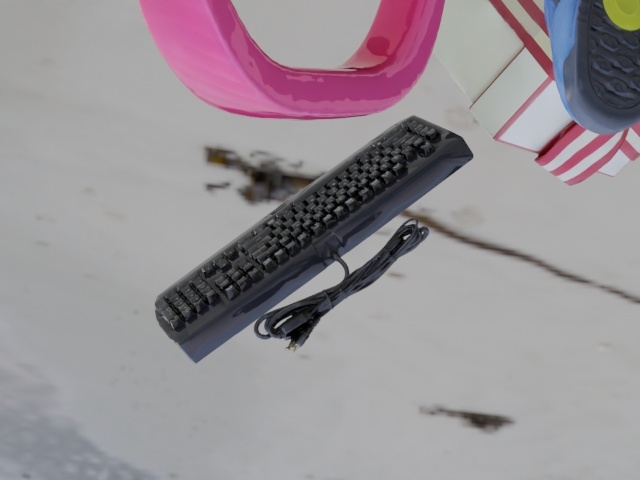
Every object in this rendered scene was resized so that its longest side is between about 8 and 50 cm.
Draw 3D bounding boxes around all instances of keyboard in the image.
[{"bbox_3d":[0.000,0.000,1.162,0.033,0.317,0.201,59,169,-33],"label":"keyboard"}]

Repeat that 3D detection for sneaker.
[{"bbox_3d":[0.149,-0.147,0.709,0.069,0.209,0.082,16,160,-24],"label":"sneaker"}]

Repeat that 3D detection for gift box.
[{"bbox_3d":[0.274,-0.223,1.287,0.276,0.258,0.255,6,133,-43],"label":"gift box"}]

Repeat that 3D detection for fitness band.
[{"bbox_3d":[-0.004,-0.172,0.733,0.054,0.209,0.291,2,-173,30],"label":"fitness band"}]
